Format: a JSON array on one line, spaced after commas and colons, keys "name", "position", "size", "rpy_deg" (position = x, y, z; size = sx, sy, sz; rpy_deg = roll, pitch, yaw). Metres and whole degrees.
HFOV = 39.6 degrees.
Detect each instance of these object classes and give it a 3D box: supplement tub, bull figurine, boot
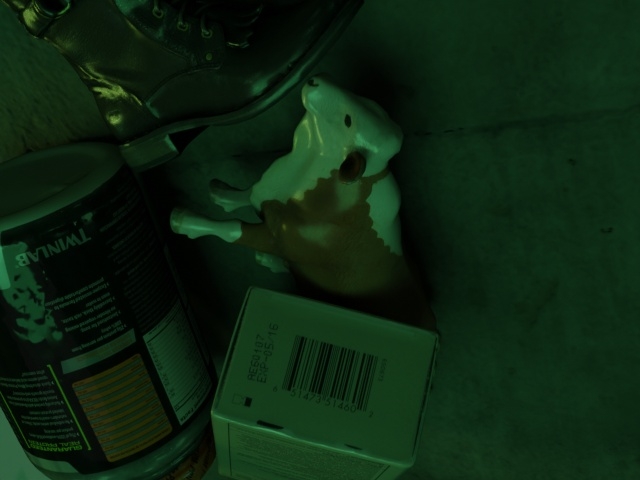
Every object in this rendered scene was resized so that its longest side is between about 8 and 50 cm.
[{"name": "supplement tub", "position": [-0.211, 0.086, 0.812], "size": [0.194, 0.193, 0.315], "rpy_deg": [-4, 118, 21]}, {"name": "bull figurine", "position": [0.000, 0.000, 0.735], "size": [0.189, 0.101, 0.310], "rpy_deg": [2, 142, 24]}, {"name": "boot", "position": [-0.126, -0.186, 0.657], "size": [0.263, 0.091, 0.229], "rpy_deg": [-26, 110, 25]}]

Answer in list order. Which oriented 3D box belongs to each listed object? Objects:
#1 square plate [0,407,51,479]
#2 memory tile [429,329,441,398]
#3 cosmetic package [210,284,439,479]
[{"name": "square plate", "position": [-0.318, 0.185, 0.978], "size": [0.347, 0.049, 0.344], "rpy_deg": [-34, 116, 9]}, {"name": "memory tile", "position": [0.044, 0.116, 0.902], "size": [0.148, 0.012, 0.113], "rpy_deg": [10, 131, 10]}, {"name": "cosmetic package", "position": [-0.007, 0.157, 0.804], "size": [0.160, 0.113, 0.309], "rpy_deg": [15, 158, 0]}]
